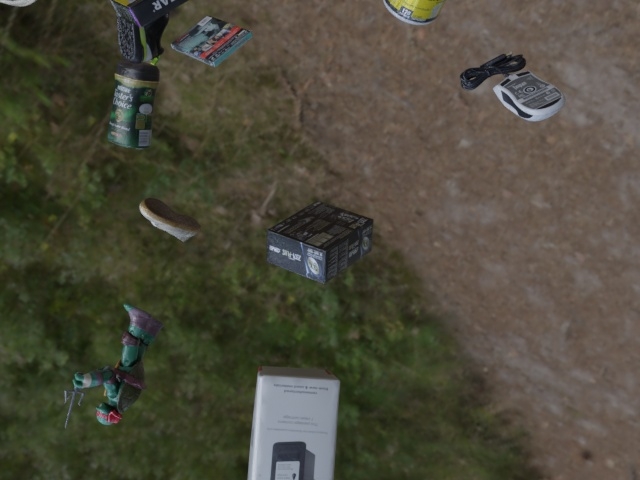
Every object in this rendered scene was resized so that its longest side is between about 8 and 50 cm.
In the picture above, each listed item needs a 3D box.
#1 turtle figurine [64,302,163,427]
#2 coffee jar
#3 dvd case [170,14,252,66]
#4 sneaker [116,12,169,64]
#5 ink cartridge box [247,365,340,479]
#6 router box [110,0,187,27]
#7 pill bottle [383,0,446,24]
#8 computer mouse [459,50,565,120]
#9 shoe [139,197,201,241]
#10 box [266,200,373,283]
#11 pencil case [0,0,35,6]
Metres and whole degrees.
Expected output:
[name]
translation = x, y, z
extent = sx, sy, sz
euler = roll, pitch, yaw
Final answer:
[turtle figurine]
translation = -0.358, 0.233, 1.700
extent = 0.118, 0.234, 0.175
euler = 27, 166, -4
[coffee jar]
translation = -0.402, -0.295, 2.096
extent = 0.096, 0.184, 0.079
euler = 21, -162, 38
[dvd case]
translation = -0.178, -0.328, 1.593
extent = 0.119, 0.087, 0.013
euler = 29, 154, 39
[sneaker]
translation = -0.348, -0.463, 1.923
extent = 0.084, 0.097, 0.234
euler = 29, 124, 39
[ink cartridge box]
translation = -0.024, 0.176, 0.750
extent = 0.063, 0.150, 0.109
euler = 4, 176, -4
[router box]
translation = -0.278, -0.454, 1.752
extent = 0.133, 0.179, 0.046
euler = 36, 156, 55
[pill bottle]
translation = 0.175, -0.442, 1.551
extent = 0.103, 0.103, 0.184
euler = 31, 141, 2
[computer mouse]
translation = 0.300, -0.224, 1.475
extent = 0.193, 0.106, 0.042
euler = -124, 13, -50
[shoe]
translation = -0.366, -0.043, 2.326
extent = 0.076, 0.058, 0.219
euler = 55, -167, 28
[box]
translation = 0.000, 0.000, 1.990
extent = 0.147, 0.180, 0.077
euler = 19, 122, 29
[pencil case]
translation = -0.399, -0.542, 1.566
extent = 0.184, 0.410, 0.159
euler = 30, 146, 15
